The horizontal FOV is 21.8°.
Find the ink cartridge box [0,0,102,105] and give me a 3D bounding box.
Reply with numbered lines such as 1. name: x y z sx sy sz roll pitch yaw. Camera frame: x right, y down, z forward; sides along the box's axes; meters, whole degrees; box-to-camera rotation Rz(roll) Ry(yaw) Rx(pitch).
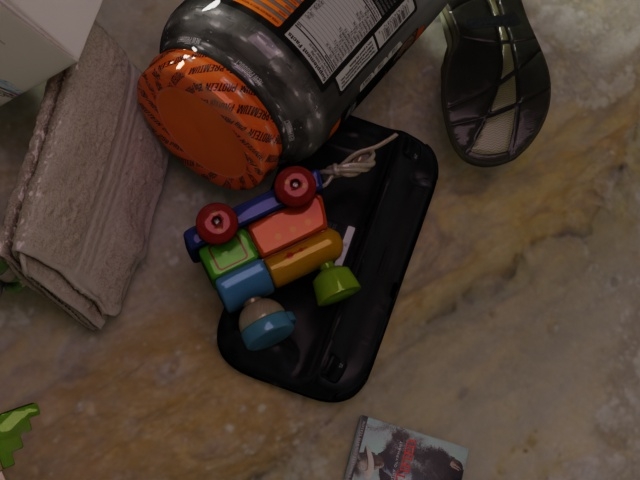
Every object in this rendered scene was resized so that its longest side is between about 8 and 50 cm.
1. ink cartridge box: -0.342 -0.242 1.631 0.168 0.232 0.171 38 49 -31

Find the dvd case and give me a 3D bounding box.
1. dvd case: 0.087 0.237 1.708 0.119 0.013 0.087 18 68 -3

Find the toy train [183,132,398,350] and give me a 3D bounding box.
1. toy train: 0.000 0.000 1.679 0.248 0.105 0.143 -25 76 -8

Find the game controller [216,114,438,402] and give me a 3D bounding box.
1. game controller: 0.010 0.010 1.761 0.166 0.067 0.319 16 66 11

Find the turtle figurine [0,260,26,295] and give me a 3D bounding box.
1. turtle figurine: -0.400 0.038 1.640 0.197 0.274 0.266 23 86 -26

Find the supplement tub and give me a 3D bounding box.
1. supplement tub: -0.025 -0.222 1.740 0.207 0.207 0.338 39 63 5

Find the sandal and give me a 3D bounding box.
1. sandal: 0.185 -0.203 1.859 0.120 0.086 0.303 1 55 -5

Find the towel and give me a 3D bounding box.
1. towel: -0.228 -0.066 1.672 0.049 0.187 0.282 1 65 27

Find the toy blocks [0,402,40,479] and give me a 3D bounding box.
1. toy blocks: -0.400 0.332 1.502 0.381 0.191 0.261 -19 90 -16
